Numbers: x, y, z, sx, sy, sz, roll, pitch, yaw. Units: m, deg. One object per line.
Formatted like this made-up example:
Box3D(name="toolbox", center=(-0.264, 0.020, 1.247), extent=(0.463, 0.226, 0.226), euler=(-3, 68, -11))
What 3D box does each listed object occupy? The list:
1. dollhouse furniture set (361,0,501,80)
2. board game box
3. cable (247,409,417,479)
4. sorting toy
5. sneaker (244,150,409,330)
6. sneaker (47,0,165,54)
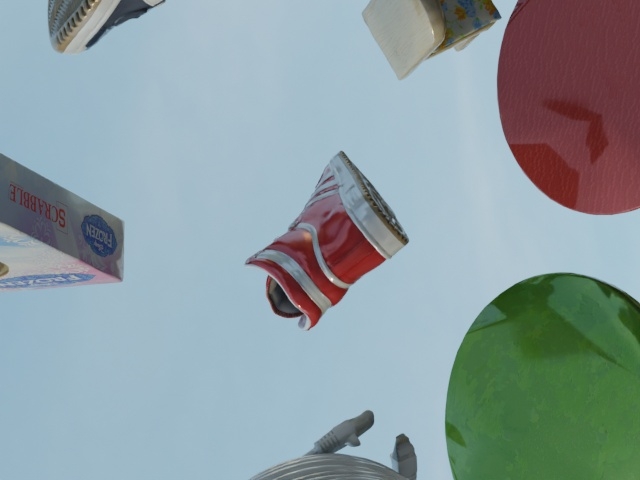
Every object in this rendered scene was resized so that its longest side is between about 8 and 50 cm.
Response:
Box3D(name="dollhouse furniture set", center=(0.237, -0.248, 1.528), extent=(0.362, 0.256, 0.394), euler=(-28, -93, -15))
Box3D(name="board game box", center=(-0.381, -0.010, 1.680), extent=(0.318, 0.318, 0.066), euler=(34, -126, -67))
Box3D(name="cable", center=(0.001, 0.281, 1.327), extent=(0.257, 0.089, 0.257), euler=(-27, -70, -20))
Box3D(name="sorting toy", center=(0.142, 0.054, 0.814), extent=(0.126, 0.127, 0.366), euler=(2, -82, -43))
Box3D(name="sneaker", center=(0.000, 0.000, 0.840), extent=(0.042, 0.067, 0.118), euler=(48, -175, -11))
Box3D(name="sneaker", center=(-0.093, -0.226, 1.420), extent=(0.153, 0.282, 0.099), euler=(10, -129, -30))
